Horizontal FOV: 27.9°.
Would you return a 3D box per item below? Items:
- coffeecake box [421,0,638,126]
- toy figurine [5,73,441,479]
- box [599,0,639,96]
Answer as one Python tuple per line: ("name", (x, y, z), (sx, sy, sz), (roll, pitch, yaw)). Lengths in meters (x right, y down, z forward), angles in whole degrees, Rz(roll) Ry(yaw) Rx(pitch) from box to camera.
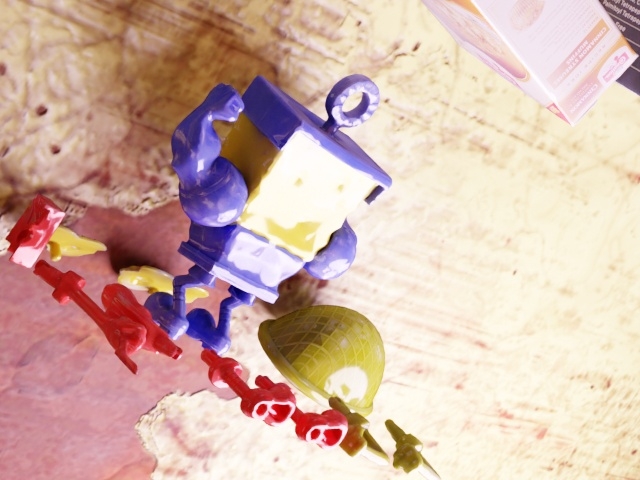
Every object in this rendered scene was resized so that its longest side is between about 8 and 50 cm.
("coffeecake box", (0.105, -0.175, 0.838), (0.068, 0.142, 0.185), (-48, 134, 4))
("toy figurine", (0.000, 0.000, 0.867), (0.362, 0.191, 0.217), (29, 96, -44))
("box", (0.421, -0.219, 1.000), (0.343, 0.179, 0.312), (8, 114, -38))
